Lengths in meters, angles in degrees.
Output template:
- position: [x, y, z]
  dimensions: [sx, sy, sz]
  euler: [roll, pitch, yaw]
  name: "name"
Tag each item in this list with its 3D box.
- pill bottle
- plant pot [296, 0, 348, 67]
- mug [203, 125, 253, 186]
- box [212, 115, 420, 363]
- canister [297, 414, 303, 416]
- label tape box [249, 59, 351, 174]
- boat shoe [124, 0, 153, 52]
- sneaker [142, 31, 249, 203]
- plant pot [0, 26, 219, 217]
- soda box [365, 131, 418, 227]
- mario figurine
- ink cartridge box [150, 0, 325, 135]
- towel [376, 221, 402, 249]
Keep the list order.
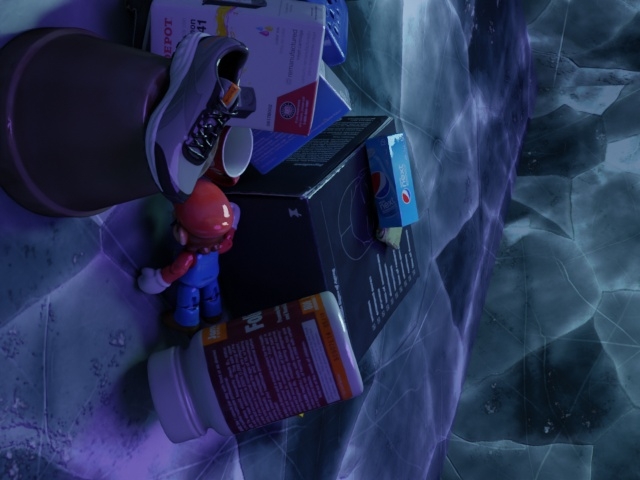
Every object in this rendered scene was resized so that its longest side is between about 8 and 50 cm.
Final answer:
- position: [-0.130, 0.261, 1.516]
  dimensions: [0.224, 0.393, 0.223]
  euler: [163, -90, -88]
  name: "pill bottle"
- position: [-0.086, -0.496, 1.635]
  dimensions: [0.235, 0.236, 0.212]
  euler: [-87, 154, -43]
  name: "plant pot"
- position: [-0.238, -0.179, 1.506]
  dimensions: [0.113, 0.169, 0.150]
  euler: [-33, 132, -60]
  name: "mug"
- position: [0.000, 0.000, 1.837]
  dimensions: [0.472, 0.298, 0.479]
  euler: [-48, 133, -50]
  name: "box"
- position: [-0.075, 0.371, 1.993]
  dimensions: [0.126, 0.073, 0.169]
  euler: [43, 56, -55]
  name: "canister"
- position: [-0.139, -0.338, 1.544]
  dimensions: [0.347, 0.249, 0.115]
  euler: [45, 24, -27]
  name: "label tape box"
- position: [-0.330, -0.457, 1.412]
  dimensions: [0.081, 0.069, 0.227]
  euler: [118, -19, -84]
  name: "boat shoe"
- position: [-0.179, -0.185, 1.105]
  dimensions: [0.100, 0.108, 0.271]
  euler: [33, 67, -60]
  name: "sneaker"
- position: [-0.332, -0.188, 1.228]
  dimensions: [0.323, 0.281, 0.322]
  euler: [-18, 111, -59]
  name: "plant pot"
- position: [0.164, -0.138, 1.724]
  dimensions: [0.071, 0.067, 0.209]
  euler: [-20, 103, -47]
  name: "soda box"
- position: [-0.265, 0.018, 1.537]
  dimensions: [0.198, 0.170, 0.320]
  euler: [-75, 175, -63]
  name: "mario figurine"
- position: [-0.154, -0.334, 1.395]
  dimensions: [0.131, 0.307, 0.226]
  euler: [-91, -172, -55]
  name: "ink cartridge box"
- position: [0.173, -0.059, 1.819]
  dimensions: [0.110, 0.027, 0.148]
  euler: [32, 65, -58]
  name: "towel"
